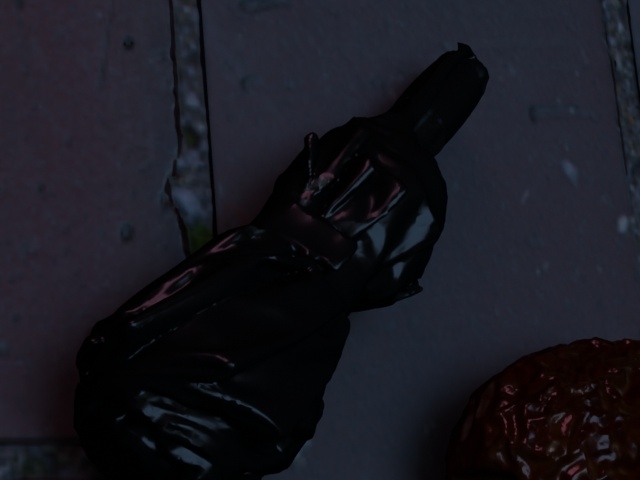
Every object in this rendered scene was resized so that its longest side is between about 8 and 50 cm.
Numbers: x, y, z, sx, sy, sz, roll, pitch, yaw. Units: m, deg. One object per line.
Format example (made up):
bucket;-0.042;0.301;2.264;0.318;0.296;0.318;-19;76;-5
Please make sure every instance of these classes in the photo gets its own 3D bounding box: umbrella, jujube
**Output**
umbrella;0.000;0.000;0.775;0.118;0.118;0.340;51;46;-14
jujube;0.140;0.111;0.842;0.176;0.109;0.112;-23;127;-48
